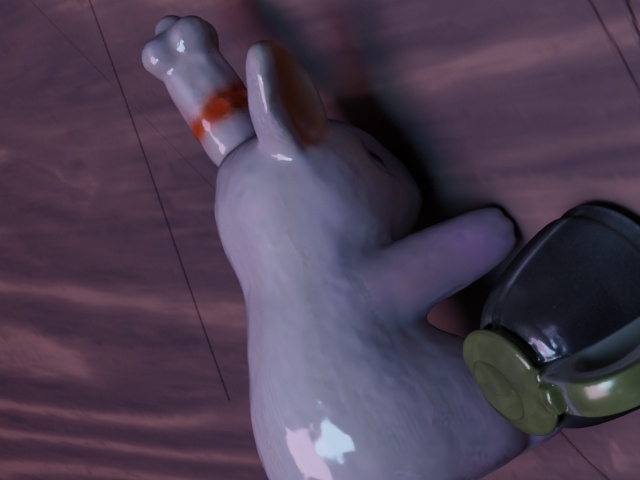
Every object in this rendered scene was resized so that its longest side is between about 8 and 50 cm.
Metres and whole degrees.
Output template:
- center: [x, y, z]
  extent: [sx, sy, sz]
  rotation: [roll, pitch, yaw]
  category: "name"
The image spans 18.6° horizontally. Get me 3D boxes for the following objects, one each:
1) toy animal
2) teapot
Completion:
- center: [0.014, 0.005, 0.966]
  extent: [0.140, 0.138, 0.282]
  rotation: [-28, 73, 58]
  category: "toy animal"
- center: [0.113, 0.038, 0.844]
  extent: [0.092, 0.091, 0.124]
  rotation: [50, 156, 9]
  category: "teapot"
